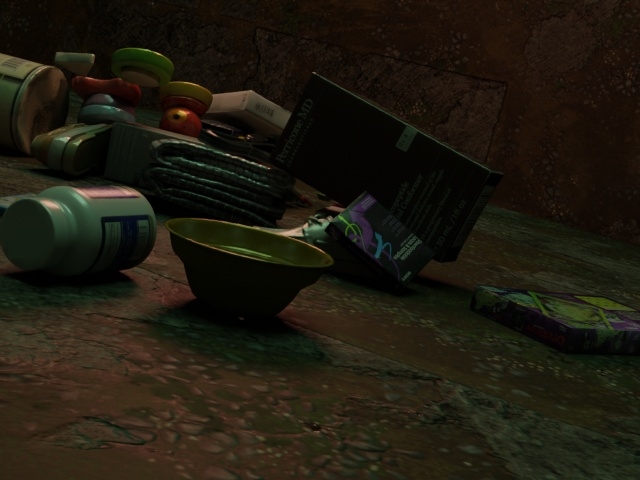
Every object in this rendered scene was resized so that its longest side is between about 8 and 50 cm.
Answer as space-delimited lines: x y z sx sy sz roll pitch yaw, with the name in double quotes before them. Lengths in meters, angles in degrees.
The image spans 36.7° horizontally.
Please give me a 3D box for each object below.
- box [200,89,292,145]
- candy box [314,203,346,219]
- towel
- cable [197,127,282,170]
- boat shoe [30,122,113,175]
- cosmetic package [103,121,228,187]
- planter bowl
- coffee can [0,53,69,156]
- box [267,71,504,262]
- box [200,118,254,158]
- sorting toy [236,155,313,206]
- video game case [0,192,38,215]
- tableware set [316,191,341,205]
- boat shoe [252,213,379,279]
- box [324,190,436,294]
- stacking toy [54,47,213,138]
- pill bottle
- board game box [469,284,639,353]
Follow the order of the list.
"box" -0.180 -0.297 2.432 0.232 0.058 0.322 25 -10 -35
"candy box" 0.080 -0.015 1.883 0.159 0.071 0.233 16 9 11
"towel" -0.205 -0.107 1.878 0.284 0.121 0.235 17 0 -13
"cable" -0.147 -0.166 1.898 0.139 0.072 0.287 34 16 11
"boat shoe" -0.503 -0.200 2.017 0.103 0.113 0.302 16 8 5
"cosmetic package" -0.323 -0.167 2.046 0.238 0.127 0.107 12 9 4
"planter bowl" -0.098 0.042 1.215 0.217 0.090 0.217 13 10 -2
"coffee can" -0.720 -0.311 2.095 0.275 0.201 0.201 16 10 13
"box" 0.118 -0.136 1.763 0.381 0.191 0.143 31 12 18
"box" -0.247 -0.205 2.300 0.108 0.153 0.207 16 10 9
"sorting toy" -0.126 -0.131 2.275 0.132 0.046 0.274 23 -9 31
"video game case" -0.440 -0.049 1.501 0.119 0.015 0.166 15 10 10
"tableware set" 0.072 -0.079 1.961 0.154 0.024 0.104 16 10 15
"boat shoe" 0.000 0.000 1.621 0.268 0.088 0.096 12 9 -11
"box" 0.101 0.002 1.594 0.162 0.029 0.116 42 46 6
"stacking toy" -0.417 -0.294 2.092 0.309 0.130 0.279 1 -16 16
"pill bottle" -0.297 -0.012 1.185 0.112 0.112 0.187 18 9 23
"board game box" 0.441 0.134 1.603 0.347 0.056 0.208 7 7 -37
